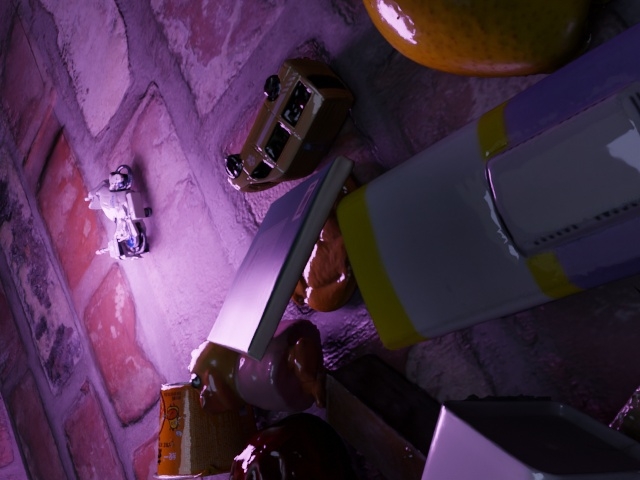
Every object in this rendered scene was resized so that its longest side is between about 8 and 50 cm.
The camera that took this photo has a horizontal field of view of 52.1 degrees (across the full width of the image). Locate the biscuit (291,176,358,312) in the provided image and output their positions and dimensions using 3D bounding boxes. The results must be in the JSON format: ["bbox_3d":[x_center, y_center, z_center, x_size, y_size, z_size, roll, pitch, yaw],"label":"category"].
[{"bbox_3d":[-0.004,0.000,1.091,0.203,0.041,0.260,45,127,32],"label":"biscuit"}]

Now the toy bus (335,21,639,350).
[{"bbox_3d":[0.243,-0.043,0.680,0.440,0.249,0.209,-28,77,45],"label":"toy bus"}]

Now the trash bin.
[{"bbox_3d":[0.197,0.358,0.681,0.296,0.256,0.367,-157,73,-69],"label":"trash bin"}]

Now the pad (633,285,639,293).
[{"bbox_3d":[0.358,0.107,0.621,0.006,0.188,0.113,-42,50,22],"label":"pad"}]

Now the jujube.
[{"bbox_3d":[-0.029,0.478,1.046,0.258,0.258,0.376,-20,87,46],"label":"jujube"}]

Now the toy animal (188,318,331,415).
[{"bbox_3d":[-0.113,0.215,1.120,0.281,0.169,0.195,-14,122,23],"label":"toy animal"}]

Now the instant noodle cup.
[{"bbox_3d":[-0.217,0.353,1.259,0.216,0.216,0.172,-18,75,46],"label":"instant noodle cup"}]

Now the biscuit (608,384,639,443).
[{"bbox_3d":[0.342,0.335,0.761,0.144,0.079,0.425,41,125,34],"label":"biscuit"}]

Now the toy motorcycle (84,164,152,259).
[{"bbox_3d":[-0.465,-0.056,1.518,0.150,0.102,0.221,-18,83,33],"label":"toy motorcycle"}]

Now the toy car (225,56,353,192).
[{"bbox_3d":[-0.053,-0.165,1.074,0.124,0.101,0.256,49,126,25],"label":"toy car"}]

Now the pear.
[{"bbox_3d":[0.157,-0.371,0.760,0.386,0.191,0.340,48,126,29],"label":"pear"}]

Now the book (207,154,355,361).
[{"bbox_3d":[-0.074,0.034,0.924,0.264,0.031,0.379,-65,12,-12],"label":"book"}]

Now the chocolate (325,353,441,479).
[{"bbox_3d":[0.139,0.303,0.949,0.321,0.112,0.111,33,127,37],"label":"chocolate"}]
